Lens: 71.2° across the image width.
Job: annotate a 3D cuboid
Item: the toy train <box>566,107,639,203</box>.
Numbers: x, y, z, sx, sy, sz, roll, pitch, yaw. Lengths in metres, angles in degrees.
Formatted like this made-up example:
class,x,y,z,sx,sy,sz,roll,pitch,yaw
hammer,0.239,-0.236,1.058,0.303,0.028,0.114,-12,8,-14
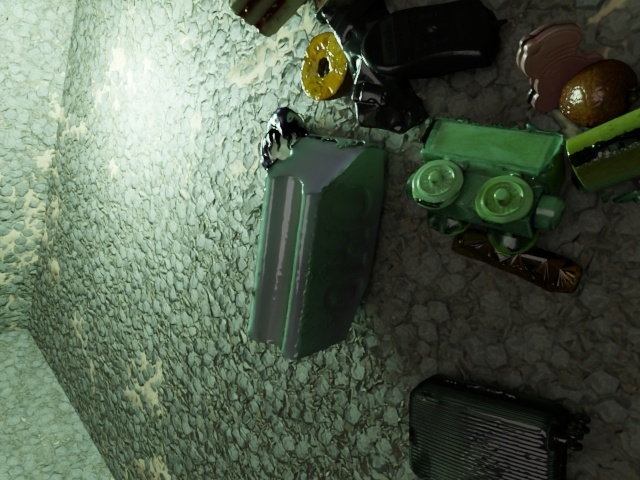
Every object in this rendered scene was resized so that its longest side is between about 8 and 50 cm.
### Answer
class,x,y,z,sx,sy,sz,roll,pitch,yaw
toy train,0.495,-0.136,0.600,0.307,0.189,0.126,-24,83,40

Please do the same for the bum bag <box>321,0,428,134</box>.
class,x,y,z,sx,sy,sz,roll,pitch,yaw
bum bag,0.109,-0.374,0.936,0.144,0.095,0.340,-17,83,-1

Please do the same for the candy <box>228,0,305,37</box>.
class,x,y,z,sx,sy,sz,roll,pitch,yaw
candy,-0.065,-0.642,1.004,0.321,0.135,0.179,-31,51,36

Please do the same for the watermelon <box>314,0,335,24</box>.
class,x,y,z,sx,sy,sz,roll,pitch,yaw
watermelon,0.037,-0.579,1.008,0.187,0.071,0.139,-57,43,14

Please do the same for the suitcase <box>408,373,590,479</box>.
class,x,y,z,sx,sy,sz,roll,pitch,yaw
suitcase,0.317,0.380,0.837,0.312,0.128,0.202,4,97,39

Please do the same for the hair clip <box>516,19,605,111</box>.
class,x,y,z,sx,sy,sz,roll,pitch,yaw
hair clip,0.376,-0.282,0.717,0.123,0.138,0.102,-34,79,29

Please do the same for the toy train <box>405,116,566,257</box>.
class,x,y,z,sx,sy,sz,roll,pitch,yaw
toy train,0.285,-0.099,0.779,0.272,0.159,0.188,19,77,36

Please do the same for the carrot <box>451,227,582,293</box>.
class,x,y,z,sx,sy,sz,roll,pitch,yaw
carrot,0.349,0.031,0.817,0.229,0.069,0.069,25,110,36

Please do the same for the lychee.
class,x,y,z,sx,sy,sz,roll,pitch,yaw
lychee,0.445,-0.230,0.689,0.140,0.114,0.101,-29,84,52

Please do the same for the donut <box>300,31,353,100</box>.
class,x,y,z,sx,sy,sz,roll,pitch,yaw
donut,0.021,-0.399,1.039,0.152,0.058,0.151,6,99,39

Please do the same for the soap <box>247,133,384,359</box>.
class,x,y,z,sx,sy,sz,roll,pitch,yaw
soap,0.000,0.000,0.968,0.156,0.261,0.446,16,104,37

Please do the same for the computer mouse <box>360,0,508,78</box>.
class,x,y,z,sx,sy,sz,roll,pitch,yaw
computer mouse,0.214,-0.372,0.851,0.264,0.088,0.147,-4,73,18

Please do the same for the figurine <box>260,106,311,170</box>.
class,x,y,z,sx,sy,sz,roll,pitch,yaw
figurine,-0.073,-0.216,1.103,0.145,0.145,0.222,5,109,38
